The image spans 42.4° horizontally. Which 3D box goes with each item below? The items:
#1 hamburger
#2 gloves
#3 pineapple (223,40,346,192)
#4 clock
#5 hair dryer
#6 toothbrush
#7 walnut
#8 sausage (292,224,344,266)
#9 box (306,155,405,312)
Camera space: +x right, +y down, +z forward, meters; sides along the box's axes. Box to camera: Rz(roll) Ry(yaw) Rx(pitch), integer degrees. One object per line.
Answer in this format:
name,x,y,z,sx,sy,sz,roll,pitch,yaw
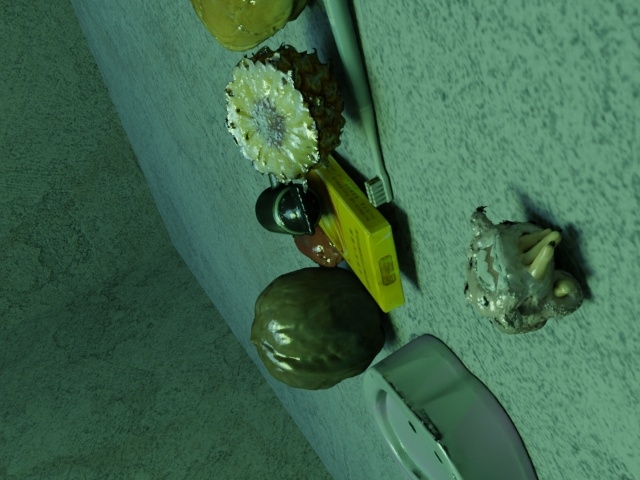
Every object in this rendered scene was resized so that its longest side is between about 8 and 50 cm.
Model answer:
hamburger,-0.106,-0.359,0.947,0.259,0.144,0.283,53,169,20
gloves,0.185,0.041,0.788,0.144,0.094,0.110,66,178,-47
pineapple,-0.021,-0.169,1.028,0.161,0.137,0.176,16,129,39
clock,0.186,0.308,1.228,0.338,0.102,0.338,55,164,24
hair dryer,-0.065,-0.128,1.207,0.195,0.078,0.248,-173,67,-75
toothbrush,0.043,-0.177,0.981,0.025,0.030,0.342,42,155,47
walnut,-0.008,0.147,1.367,0.224,0.224,0.224,55,164,25
sausage,0.000,0.000,1.363,0.141,0.076,0.076,32,147,62
box,0.036,-0.033,1.193,0.269,0.043,0.152,53,163,48
